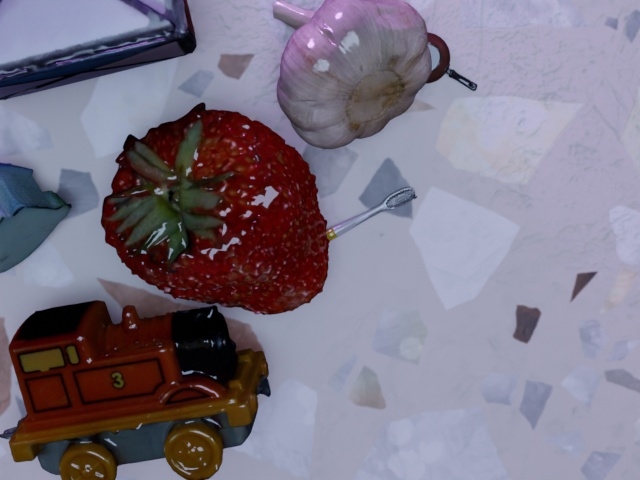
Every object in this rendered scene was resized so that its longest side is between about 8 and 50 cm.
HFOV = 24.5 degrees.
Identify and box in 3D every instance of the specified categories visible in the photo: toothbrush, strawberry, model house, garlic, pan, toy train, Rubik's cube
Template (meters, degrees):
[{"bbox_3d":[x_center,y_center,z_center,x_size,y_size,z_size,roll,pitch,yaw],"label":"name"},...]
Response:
[{"bbox_3d":[0.000,0.000,1.987,0.288,0.024,0.021,-28,94,2],"label":"toothbrush"},{"bbox_3d":[-0.128,-0.030,1.897,0.261,0.257,0.261,-8,74,29],"label":"strawberry"},{"bbox_3d":[-0.434,-0.053,1.938,0.148,0.119,0.149,-44,71,26],"label":"model house"},{"bbox_3d":[0.019,-0.247,1.903,0.218,0.218,0.212,-43,58,3],"label":"garlic"},{"bbox_3d":[0.160,-0.232,1.965,0.115,0.023,0.068,29,94,-5],"label":"pan"},{"bbox_3d":[-0.253,0.191,1.905,0.369,0.163,0.232,-11,111,11],"label":"toy train"},{"bbox_3d":[-0.329,-0.341,1.794,0.310,0.307,0.305,-11,96,-1],"label":"Rubik's cube"}]
